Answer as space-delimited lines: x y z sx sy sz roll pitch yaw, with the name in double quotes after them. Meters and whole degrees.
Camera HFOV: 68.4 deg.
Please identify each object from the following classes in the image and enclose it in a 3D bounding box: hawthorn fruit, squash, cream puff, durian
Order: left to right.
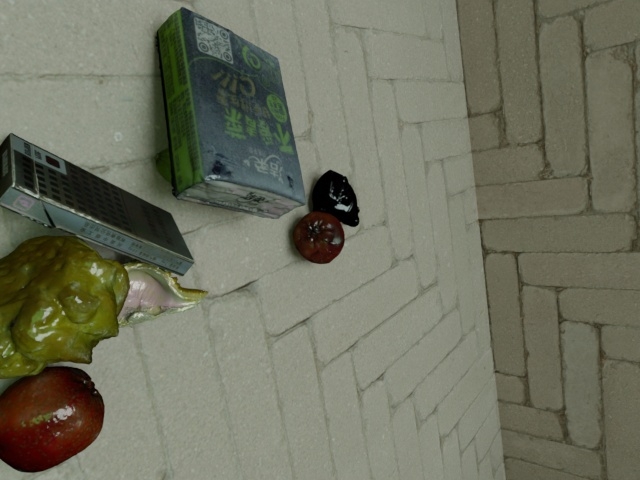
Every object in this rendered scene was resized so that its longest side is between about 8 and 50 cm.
-0.455 0.294 0.756 0.194 0.157 0.157 -29 113 -27 "hawthorn fruit"
-0.423 0.102 0.728 0.196 0.244 0.244 43 57 -58 "cream puff"
-0.336 0.108 0.931 0.224 0.078 0.141 5 76 -33 "durian"
-0.271 -0.140 1.021 0.188 0.095 0.095 19 75 -45 "squash"
0.000 0.000 1.318 0.172 0.148 0.148 63 40 -67 "hawthorn fruit"

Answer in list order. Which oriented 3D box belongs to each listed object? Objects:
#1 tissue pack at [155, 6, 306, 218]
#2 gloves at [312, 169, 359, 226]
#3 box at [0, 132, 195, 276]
-0.187 -0.259 1.009 0.288 0.124 0.395 8 64 -50 "tissue pack"
0.061 -0.103 1.405 0.203 0.124 0.165 25 89 -39 "gloves"
-0.382 -0.054 0.824 0.047 0.180 0.324 -49 136 10 "box"
